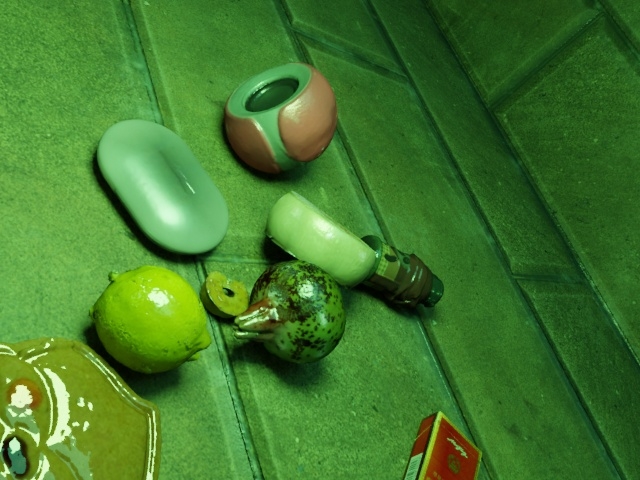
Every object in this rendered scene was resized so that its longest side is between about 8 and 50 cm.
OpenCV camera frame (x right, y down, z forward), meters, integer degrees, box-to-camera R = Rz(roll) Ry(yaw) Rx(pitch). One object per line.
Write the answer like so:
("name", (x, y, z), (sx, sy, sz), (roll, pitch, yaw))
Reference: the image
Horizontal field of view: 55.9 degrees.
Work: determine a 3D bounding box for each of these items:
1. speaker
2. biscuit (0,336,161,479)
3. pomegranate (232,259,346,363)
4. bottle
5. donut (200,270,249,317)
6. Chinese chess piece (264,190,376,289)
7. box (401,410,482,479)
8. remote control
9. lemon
("speaker", (-0.092, -0.315, 1.532), (0.294, 0.294, 0.294), (27, 41, -27))
("biscuit", (-0.420, 0.299, 0.821), (0.455, 0.078, 0.350), (-1, 63, -47))
("pomegranate", (-0.074, 0.147, 1.206), (0.248, 0.214, 0.214), (-10, 65, -40))
("bottle", (0.206, 0.090, 1.598), (0.271, 0.143, 0.156), (26, 67, -25))
("donut", (-0.198, 0.116, 1.232), (0.108, 0.043, 0.097), (31, 40, -26))
("Chinese chess piece", (0.000, 0.000, 1.398), (0.270, 0.112, 0.270), (36, 5, -4))
("box", (0.267, 0.518, 1.335), (0.153, 0.074, 0.240), (42, 37, -3))
("remote control", (-0.323, -0.114, 1.258), (0.332, 0.103, 0.221), (53, 42, 6))
("lemon", (-0.281, 0.135, 1.020), (0.206, 0.173, 0.173), (32, 38, -5))
